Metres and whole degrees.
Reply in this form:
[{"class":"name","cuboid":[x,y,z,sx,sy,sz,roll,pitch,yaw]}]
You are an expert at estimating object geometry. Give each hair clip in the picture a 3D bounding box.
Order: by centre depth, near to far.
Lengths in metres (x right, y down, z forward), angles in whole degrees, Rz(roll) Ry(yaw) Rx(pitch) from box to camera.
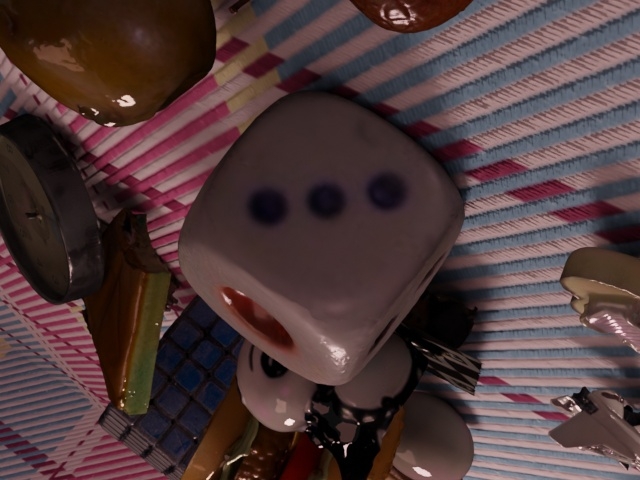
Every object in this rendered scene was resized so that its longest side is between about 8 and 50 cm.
[{"class":"hair clip","cuboid":[0.272,0.076,0.938,0.218,0.071,0.159,41,158,-24]}]

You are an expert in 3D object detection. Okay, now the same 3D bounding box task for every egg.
[{"class":"egg","cuboid":[0.131,0.246,1.526,0.135,0.103,0.103,40,161,-6]}]

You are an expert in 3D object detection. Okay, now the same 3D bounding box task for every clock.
[{"class":"clock","cuboid":[-0.399,-0.040,1.749,0.280,0.055,0.280,37,139,41]}]

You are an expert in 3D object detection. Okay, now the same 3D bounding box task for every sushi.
[{"class":"sushi","cuboid":[0.054,0.061,1.313,0.294,0.059,0.292,27,170,9]}]

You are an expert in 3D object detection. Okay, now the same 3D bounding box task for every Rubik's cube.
[{"class":"Rubik's cube","cuboid":[-0.184,0.261,1.936,0.237,0.237,0.238,40,162,0]}]

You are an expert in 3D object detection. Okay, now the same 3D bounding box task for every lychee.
[{"class":"lychee","cuboid":[0.039,-0.176,0.728,0.140,0.101,0.114,13,-167,25]}]

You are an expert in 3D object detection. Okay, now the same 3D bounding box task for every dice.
[{"class":"dice","cuboid":[0.000,0.000,1.078,0.193,0.192,0.194,37,160,11]}]

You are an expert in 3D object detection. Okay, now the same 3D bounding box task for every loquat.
[{"class":"loquat","cuboid":[-0.190,-0.200,1.005,0.227,0.179,0.179,45,160,-9]}]

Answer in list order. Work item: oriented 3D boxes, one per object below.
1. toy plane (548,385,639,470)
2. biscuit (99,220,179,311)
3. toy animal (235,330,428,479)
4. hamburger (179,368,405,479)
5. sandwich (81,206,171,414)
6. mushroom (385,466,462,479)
[{"class":"toy plane","cuboid":[0.311,0.196,1.146,0.234,0.082,0.160,30,154,-18]},{"class":"biscuit","cuboid":[-0.329,0.027,1.946,0.239,0.062,0.108,28,160,32]},{"class":"toy animal","cuboid":[-0.001,0.143,1.224,0.179,0.166,0.138,29,136,11]},{"class":"hamburger","cuboid":[-0.019,0.228,1.419,0.212,0.274,0.274,28,161,-1]},{"class":"sandwich","cuboid":[-0.268,0.100,1.735,0.212,0.063,0.245,-47,56,51]},{"class":"mushroom","cuboid":[0.092,0.288,1.677,0.231,0.138,0.194,21,143,17]}]
